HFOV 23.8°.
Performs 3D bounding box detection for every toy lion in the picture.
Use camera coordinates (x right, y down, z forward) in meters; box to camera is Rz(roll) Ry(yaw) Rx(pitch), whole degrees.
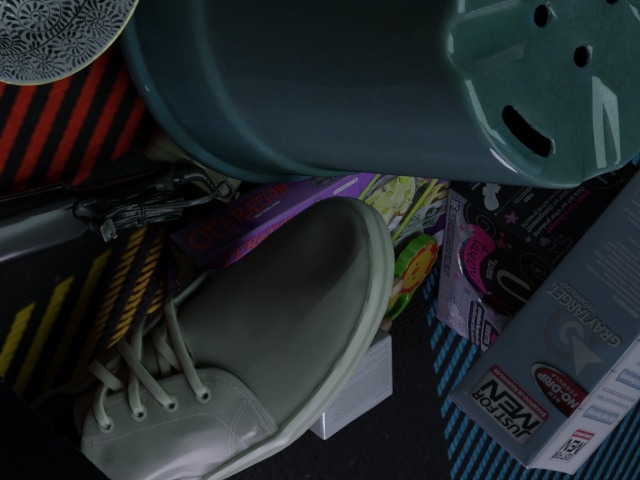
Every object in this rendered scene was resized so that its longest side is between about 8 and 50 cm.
[{"bbox_3d":[0.085,0.041,1.564,0.096,0.034,0.100,-34,151,-40],"label":"toy lion"}]

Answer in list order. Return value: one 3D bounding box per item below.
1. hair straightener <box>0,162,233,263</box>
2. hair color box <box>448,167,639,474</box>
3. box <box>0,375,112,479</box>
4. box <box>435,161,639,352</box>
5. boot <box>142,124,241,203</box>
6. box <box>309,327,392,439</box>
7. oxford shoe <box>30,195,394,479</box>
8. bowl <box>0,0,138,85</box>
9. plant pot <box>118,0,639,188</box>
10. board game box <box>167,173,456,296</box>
[{"bbox_3d":[-0.172,-0.016,1.216,0.230,0.089,0.047,-11,122,-23],"label":"hair straightener"},{"bbox_3d":[0.310,0.056,1.513,0.374,0.113,0.185,-51,155,7],"label":"hair color box"},{"bbox_3d":[-0.298,0.317,1.183,0.179,0.312,0.343,7,110,-49],"label":"box"},{"bbox_3d":[0.229,0.010,1.624,0.163,0.142,0.247,-42,154,-25],"label":"box"},{"bbox_3d":[-0.047,-0.107,1.342,0.213,0.077,0.165,22,98,-45],"label":"boot"},{"bbox_3d":[0.006,0.126,1.548,0.102,0.101,0.087,-30,136,-30],"label":"box"},{"bbox_3d":[-0.120,0.120,1.276,0.449,0.169,0.130,-39,139,23],"label":"oxford shoe"},{"bbox_3d":[-0.214,-0.203,1.087,0.170,0.080,0.170,-28,134,-33],"label":"bowl"},{"bbox_3d":[0.076,-0.185,1.139,0.341,0.334,0.341,-11,108,-38],"label":"plant pot"},{"bbox_3d":[0.000,0.000,1.466,0.346,0.056,0.208,-30,152,-31],"label":"board game box"}]
